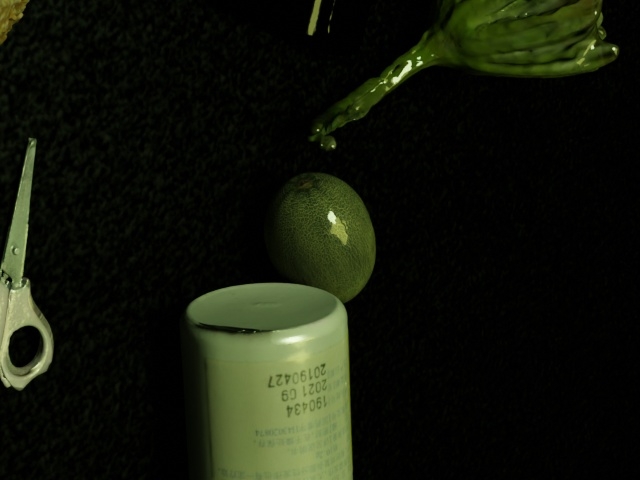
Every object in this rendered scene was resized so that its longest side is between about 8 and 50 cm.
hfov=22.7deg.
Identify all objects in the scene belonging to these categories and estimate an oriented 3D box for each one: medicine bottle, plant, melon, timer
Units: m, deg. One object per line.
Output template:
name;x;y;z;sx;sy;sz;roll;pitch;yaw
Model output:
medicine bottle;-0.044;0.175;1.349;0.143;0.143;0.258;-19;113;-48
plant;0.107;-0.209;1.488;0.333;0.251;0.180;-17;95;-10
melon;0.000;0.000;1.396;0.098;0.098;0.131;-46;139;-35
timer;-0.013;-0.246;1.352;0.187;0.055;0.144;16;87;-52

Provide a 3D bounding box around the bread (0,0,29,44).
bread;-0.276;-0.210;0.946;0.305;0.158;0.305;-16;111;-50

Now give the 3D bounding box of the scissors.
scissors;-0.228;0.017;1.180;0.100;0.015;0.189;10;90;-50
